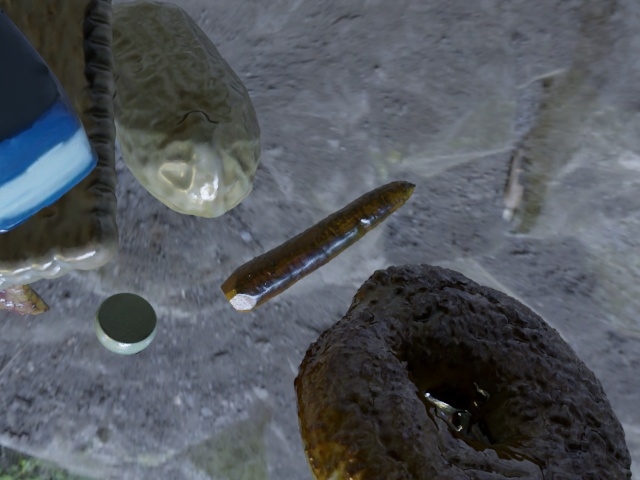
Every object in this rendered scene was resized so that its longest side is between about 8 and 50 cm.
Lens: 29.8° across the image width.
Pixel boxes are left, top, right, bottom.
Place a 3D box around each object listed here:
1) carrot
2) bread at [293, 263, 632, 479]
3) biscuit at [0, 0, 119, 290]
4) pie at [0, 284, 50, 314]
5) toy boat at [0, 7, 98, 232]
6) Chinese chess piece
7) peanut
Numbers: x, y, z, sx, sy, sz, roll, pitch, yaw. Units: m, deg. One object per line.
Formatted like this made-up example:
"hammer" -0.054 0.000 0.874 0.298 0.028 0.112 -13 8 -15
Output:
"carrot" 0.000 0.000 1.718 0.314 0.066 0.066 -33 100 3
"bread" 0.074 0.093 0.570 0.193 0.193 0.064 34 131 -10
"biscuit" -0.249 -0.114 0.901 0.217 0.044 0.325 -12 67 15
"pie" -0.409 0.067 1.573 0.092 0.170 0.034 8 71 5
"toy boat" -0.237 -0.123 0.638 0.096 0.062 0.299 -40 66 -21
"Chinese chess piece" -0.257 0.109 1.585 0.084 0.034 0.084 9 57 -14
"peanut" -0.151 -0.135 1.221 0.152 0.313 0.152 -17 131 -21
